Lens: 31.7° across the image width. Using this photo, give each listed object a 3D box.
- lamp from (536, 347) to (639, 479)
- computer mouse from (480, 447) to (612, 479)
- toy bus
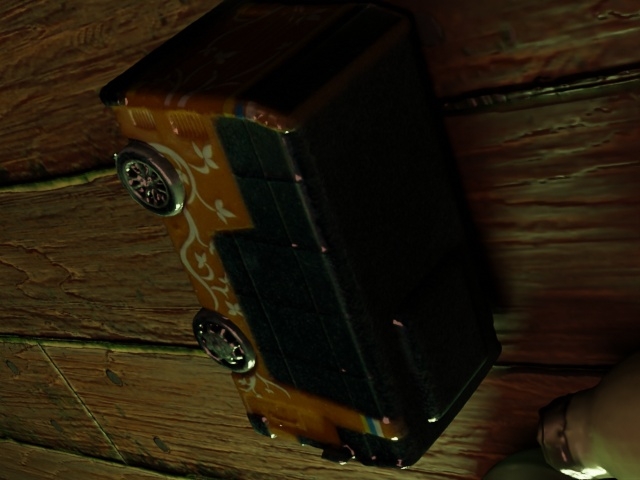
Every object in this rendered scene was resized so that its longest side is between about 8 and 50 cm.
[{"bbox_3d":[0.226,0.090,0.590,0.250,0.101,0.101,-19,112,41],"label":"lamp"},{"bbox_3d":[0.180,0.267,0.830,0.197,0.095,0.331,55,158,24],"label":"computer mouse"},{"bbox_3d":[0.000,0.000,0.701,0.167,0.138,0.275,10,131,39],"label":"toy bus"}]
